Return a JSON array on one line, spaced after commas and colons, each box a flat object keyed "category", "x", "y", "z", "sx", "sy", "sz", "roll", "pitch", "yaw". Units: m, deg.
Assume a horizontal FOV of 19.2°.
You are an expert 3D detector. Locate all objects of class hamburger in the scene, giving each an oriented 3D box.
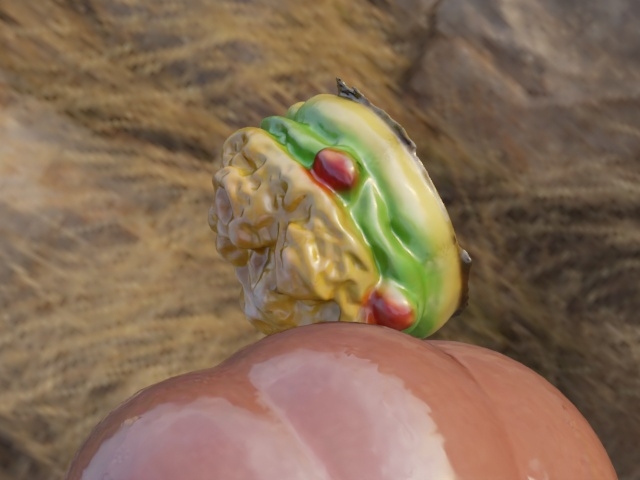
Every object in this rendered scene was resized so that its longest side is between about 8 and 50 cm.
[{"category": "hamburger", "x": 0.000, "y": 0.000, "z": 1.501, "sx": 0.149, "sy": 0.237, "sz": 0.237, "roll": -28, "pitch": 39, "yaw": -21}]

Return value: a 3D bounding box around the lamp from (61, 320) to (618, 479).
[{"category": "lamp", "x": -0.007, "y": 0.171, "z": 0.802, "sx": 0.305, "sy": 0.305, "sz": 0.239, "roll": -52, "pitch": 38, "yaw": 2}]
